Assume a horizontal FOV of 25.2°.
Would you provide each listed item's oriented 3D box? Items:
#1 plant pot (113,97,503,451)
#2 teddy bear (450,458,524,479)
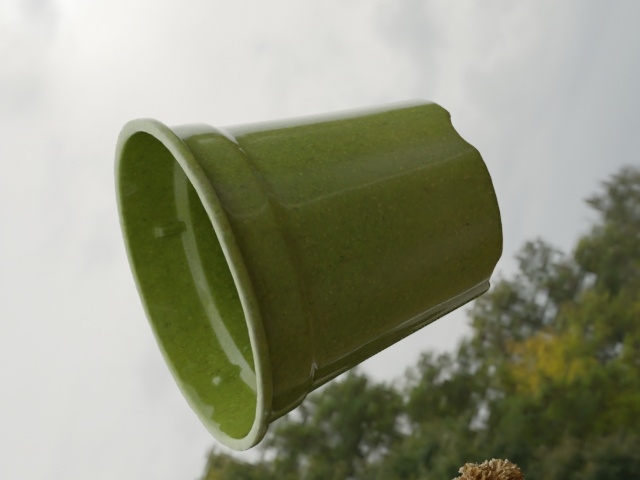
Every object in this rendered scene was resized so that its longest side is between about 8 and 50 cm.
[{"bbox_3d":[0.000,0.000,1.183,0.253,0.276,0.276,-19,-46,-22],"label":"plant pot"},{"bbox_3d":[0.208,0.359,1.426,0.113,0.245,0.338,-54,1,42],"label":"teddy bear"}]
